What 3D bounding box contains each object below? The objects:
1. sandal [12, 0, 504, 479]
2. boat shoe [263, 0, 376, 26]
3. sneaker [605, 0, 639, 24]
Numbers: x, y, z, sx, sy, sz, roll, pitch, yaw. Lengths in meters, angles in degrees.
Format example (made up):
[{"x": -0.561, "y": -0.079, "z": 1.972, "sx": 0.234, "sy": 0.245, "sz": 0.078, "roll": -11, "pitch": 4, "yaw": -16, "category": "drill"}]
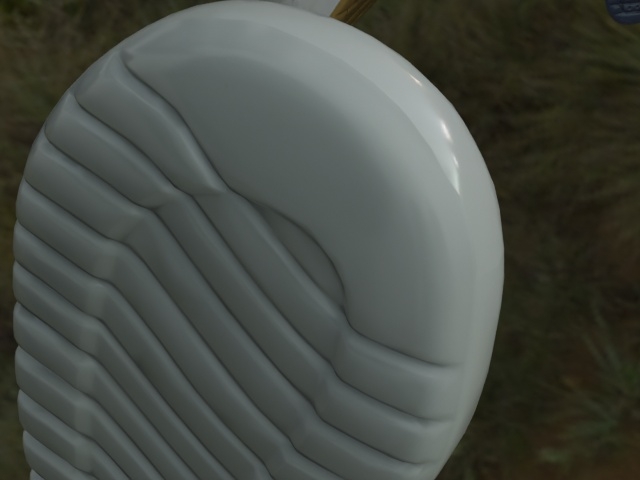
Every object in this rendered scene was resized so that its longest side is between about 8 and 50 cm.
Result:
[{"x": -0.029, "y": 0.045, "z": 0.610, "sx": 0.169, "sy": 0.102, "sz": 0.416, "roll": 41, "pitch": 146, "yaw": 10, "category": "sandal"}, {"x": 0.037, "y": -0.199, "z": 0.678, "sx": 0.096, "sy": 0.098, "sz": 0.277, "roll": 42, "pitch": 125, "yaw": 2, "category": "boat shoe"}, {"x": 0.219, "y": -0.227, "z": 1.189, "sx": 0.059, "sy": 0.053, "sz": 0.144, "roll": -143, "pitch": 49, "yaw": -75, "category": "sneaker"}]
